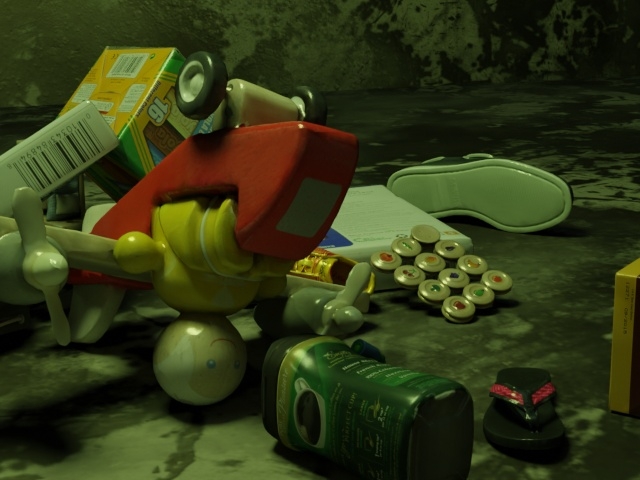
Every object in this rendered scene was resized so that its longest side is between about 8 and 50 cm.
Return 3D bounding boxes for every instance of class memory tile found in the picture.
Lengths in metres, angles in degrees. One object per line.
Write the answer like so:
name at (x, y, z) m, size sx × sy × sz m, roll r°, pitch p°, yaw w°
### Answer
memory tile at (0.141, 0.035, 1.260) m, size 0.148 × 0.012 × 0.113 m, roll 34°, pitch 44°, yaw 31°

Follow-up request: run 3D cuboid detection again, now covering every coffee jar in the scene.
coffee jar at (0.030, 0.136, 0.854) m, size 0.079 × 0.096 × 0.184 m, roll -10°, pitch 18°, yaw -40°

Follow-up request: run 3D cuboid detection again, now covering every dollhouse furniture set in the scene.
dollhouse furniture set at (-0.447, -0.076, 1.625) m, size 0.183 × 0.129 × 0.129 m, roll -13°, pitch 19°, yaw -41°

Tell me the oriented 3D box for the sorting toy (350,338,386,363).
sorting toy at (0.036, 0.125, 1.001) m, size 0.042 × 0.061 × 0.102 m, roll 32°, pitch -3°, yaw -42°

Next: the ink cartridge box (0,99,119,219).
ink cartridge box at (-0.393, -0.049, 1.312) m, size 0.324 × 0.071 × 0.330 m, roll -35°, pitch 8°, yaw -6°

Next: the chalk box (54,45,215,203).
chalk box at (-0.223, -0.126, 1.603) m, size 0.180 × 0.289 × 0.179 m, roll 11°, pitch 63°, yaw 44°

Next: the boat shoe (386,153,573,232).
boat shoe at (0.247, -0.081, 1.627) m, size 0.302 × 0.114 × 0.091 m, roll 10°, pitch 24°, yaw 34°

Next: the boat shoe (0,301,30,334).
boat shoe at (-0.405, 0.101, 1.071) m, size 0.112 × 0.096 × 0.335 m, roll 4°, pitch 20°, yaw 29°

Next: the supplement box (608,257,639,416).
supplement box at (0.387, 0.082, 0.965) m, size 0.194 × 0.129 × 0.191 m, roll 9°, pitch 18°, yaw 35°

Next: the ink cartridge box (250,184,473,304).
ink cartridge box at (0.000, 0.000, 1.435) m, size 0.303 × 0.072 × 0.307 m, roll -7°, pitch 14°, yaw -16°

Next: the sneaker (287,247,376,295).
sneaker at (-0.018, 0.024, 1.234) m, size 0.175 × 0.064 × 0.067 m, roll 14°, pitch -14°, yaw -13°

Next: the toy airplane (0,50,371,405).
toy airplane at (-0.143, 0.032, 1.034) m, size 0.386 × 0.273 × 0.384 m, roll -9°, pitch -24°, yaw 0°

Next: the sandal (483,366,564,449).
sandal at (0.177, 0.136, 0.950) m, size 0.067 × 0.040 × 0.179 m, roll 1°, pitch 15°, yaw 8°
